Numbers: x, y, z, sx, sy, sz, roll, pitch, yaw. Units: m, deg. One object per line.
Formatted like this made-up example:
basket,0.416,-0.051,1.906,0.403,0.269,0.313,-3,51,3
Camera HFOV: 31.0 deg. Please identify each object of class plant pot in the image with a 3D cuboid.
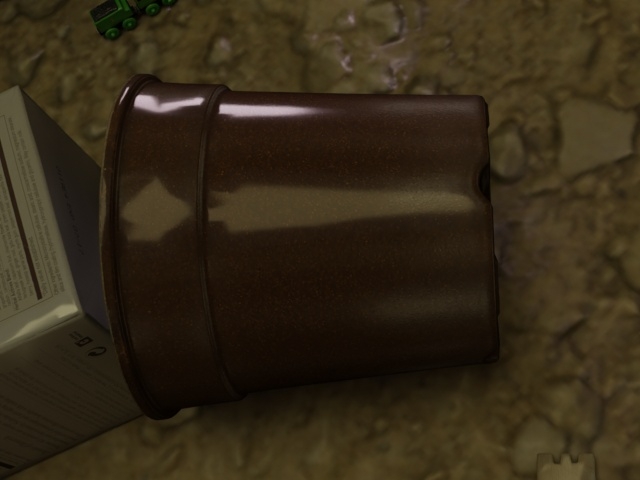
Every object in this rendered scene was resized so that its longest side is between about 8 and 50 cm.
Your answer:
plant pot,0.000,0.000,0.547,0.165,0.167,0.167,-2,66,8

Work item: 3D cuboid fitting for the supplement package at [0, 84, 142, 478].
supplement package,-0.217,0.053,0.598,0.244,0.134,0.139,-24,62,6

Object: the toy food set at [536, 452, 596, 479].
toy food set,0.188,0.140,0.485,0.192,0.038,0.132,-5,66,15

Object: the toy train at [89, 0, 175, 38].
toy train,-0.106,-0.153,0.716,0.083,0.024,0.017,-31,62,3
